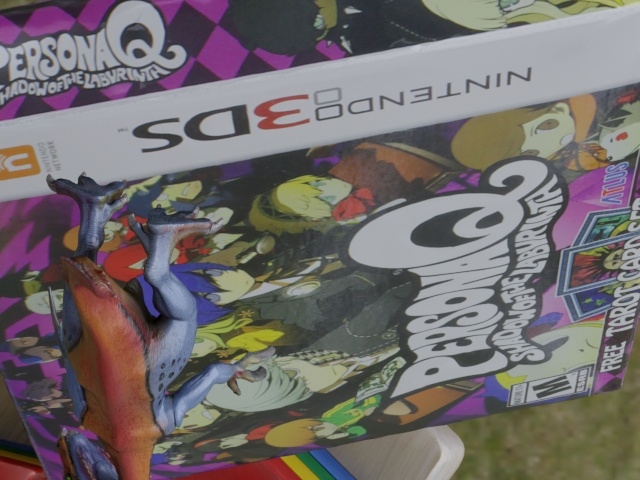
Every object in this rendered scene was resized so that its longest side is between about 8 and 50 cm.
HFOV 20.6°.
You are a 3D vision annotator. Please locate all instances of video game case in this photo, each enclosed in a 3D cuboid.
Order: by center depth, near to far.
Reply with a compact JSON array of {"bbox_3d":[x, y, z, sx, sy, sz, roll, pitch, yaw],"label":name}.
[{"bbox_3d":[0.000,0.000,0.538,0.232,0.210,0.042,87,-8,-59],"label":"video game case"}]

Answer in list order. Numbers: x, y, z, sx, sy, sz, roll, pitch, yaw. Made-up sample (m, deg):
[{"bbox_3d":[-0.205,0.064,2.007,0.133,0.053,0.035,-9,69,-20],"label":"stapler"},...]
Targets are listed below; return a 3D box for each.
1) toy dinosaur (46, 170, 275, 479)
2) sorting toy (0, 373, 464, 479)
[{"bbox_3d":[-0.047,0.029,0.369,0.090,0.047,0.082,-34,136,-64],"label":"toy dinosaur"},{"bbox_3d":[-0.107,0.118,0.862,0.257,0.255,0.089,-55,153,15],"label":"sorting toy"}]
